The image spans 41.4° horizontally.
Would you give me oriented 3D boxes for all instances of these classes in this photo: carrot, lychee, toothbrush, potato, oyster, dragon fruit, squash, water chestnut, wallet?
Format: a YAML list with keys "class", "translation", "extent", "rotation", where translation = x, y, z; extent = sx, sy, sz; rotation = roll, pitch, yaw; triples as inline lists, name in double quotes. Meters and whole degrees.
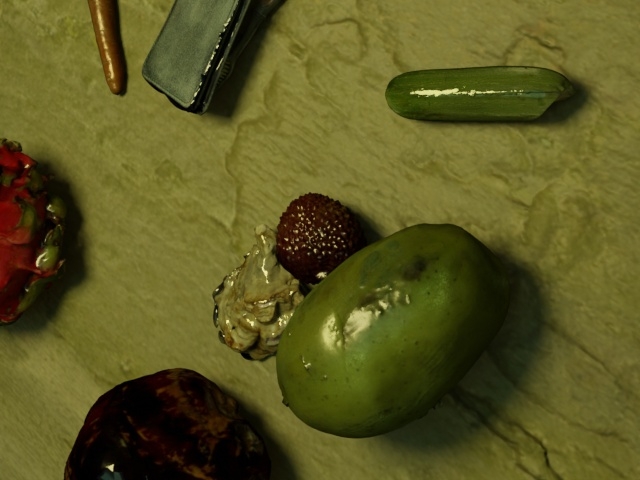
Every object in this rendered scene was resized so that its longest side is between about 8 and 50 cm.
- class: "carrot"
  translation: [-0.332, -0.344, 1.295]
  extent: [0.043, 0.043, 0.248]
  rotation: [-12, 89, 24]
- class: "lychee"
  translation: [-0.001, -0.002, 1.116]
  extent: [0.123, 0.123, 0.129]
  rotation: [-19, 80, 23]
- class: "toothbrush"
  translation: [-0.055, -0.354, 1.178]
  extent: [0.028, 0.037, 0.375]
  rotation: [43, 104, 14]
- class: "potato"
  translation: [0.084, 0.109, 1.027]
  extent: [0.216, 0.216, 0.304]
  rotation: [43, 100, 17]
- class: "oyster"
  translation: [-0.092, 0.074, 1.180]
  extent: [0.163, 0.081, 0.191]
  rotation: [-6, 85, 28]
- class: "dragon fruit"
  translation: [-0.511, -0.008, 1.285]
  extent: [0.231, 0.237, 0.303]
  rotation: [7, 105, 44]
- class: "squash"
  translation: [0.194, -0.182, 1.051]
  extent: [0.238, 0.069, 0.069]
  rotation: [3, 93, 26]
- class: "water chestnut"
  translation: [-0.214, 0.321, 1.153]
  extent: [0.289, 0.289, 0.244]
  rotation: [58, 142, 12]
- class: "wallet"
  translation: [-0.172, -0.298, 1.196]
  extent: [0.167, 0.036, 0.222]
  rotation: [37, 105, 46]
